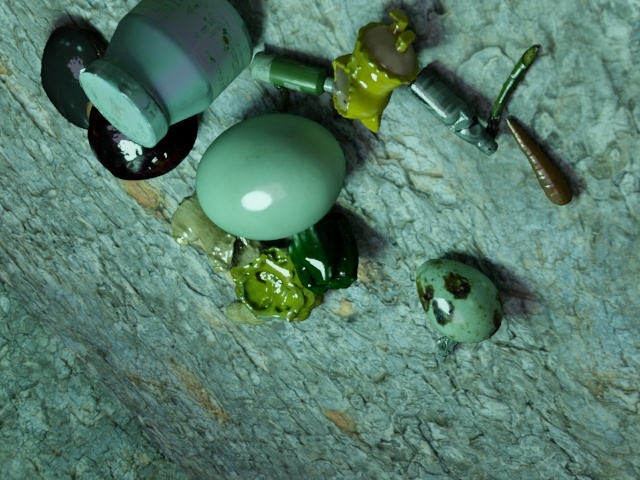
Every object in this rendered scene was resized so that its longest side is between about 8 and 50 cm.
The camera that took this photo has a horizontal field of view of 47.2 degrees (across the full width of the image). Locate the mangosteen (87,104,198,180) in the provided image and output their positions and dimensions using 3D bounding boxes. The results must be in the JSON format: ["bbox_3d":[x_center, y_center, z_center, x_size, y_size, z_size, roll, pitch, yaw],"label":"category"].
[{"bbox_3d":[-0.425,-0.288,1.730,0.233,0.287,0.287,-13,123,32],"label":"mangosteen"}]

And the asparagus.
[{"bbox_3d":[0.347,-0.266,1.366,0.034,0.027,0.236,36,143,15],"label":"asparagus"}]

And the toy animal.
[{"bbox_3d":[0.105,-0.324,1.384,0.156,0.156,0.230,36,144,-3],"label":"toy animal"}]

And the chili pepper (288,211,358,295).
[{"bbox_3d":[0.000,0.000,1.797,0.165,0.261,0.174,-13,154,-6],"label":"chili pepper"}]

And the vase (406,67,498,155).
[{"bbox_3d":[0.259,-0.242,1.412,0.211,0.060,0.060,43,141,-2],"label":"vase"}]

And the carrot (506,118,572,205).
[{"bbox_3d":[0.423,-0.153,1.424,0.048,0.048,0.216,-23,111,47],"label":"carrot"}]

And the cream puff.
[{"bbox_3d":[-0.132,0.125,2.000,0.282,0.185,0.282,22,142,18],"label":"cream puff"}]

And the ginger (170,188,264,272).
[{"bbox_3d":[-0.274,-0.030,1.903,0.221,0.276,0.130,-16,151,-5],"label":"ginger"}]

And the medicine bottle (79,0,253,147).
[{"bbox_3d":[-0.314,-0.355,1.483,0.245,0.290,0.245,34,160,14],"label":"medicine bottle"}]

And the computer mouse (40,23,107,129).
[{"bbox_3d":[-0.623,-0.399,1.846,0.183,0.116,0.323,37,143,3],"label":"computer mouse"}]

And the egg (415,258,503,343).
[{"bbox_3d":[0.319,0.136,1.704,0.231,0.169,0.169,45,142,6],"label":"egg"}]

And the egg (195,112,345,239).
[{"bbox_3d":[-0.114,-0.139,1.626,0.389,0.276,0.276,-13,123,44],"label":"egg"}]

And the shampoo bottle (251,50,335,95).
[{"bbox_3d":[-0.042,-0.344,1.536,0.204,0.065,0.065,19,140,18],"label":"shampoo bottle"}]

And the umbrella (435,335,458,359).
[{"bbox_3d":[0.343,0.253,1.913,0.050,0.046,0.188,43,147,17],"label":"umbrella"}]

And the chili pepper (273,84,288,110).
[{"bbox_3d":[-0.085,-0.322,1.617,0.027,0.022,0.083,12,141,24],"label":"chili pepper"}]

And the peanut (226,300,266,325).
[{"bbox_3d":[-0.225,0.219,2.253,0.174,0.080,0.080,-2,130,40],"label":"peanut"}]
